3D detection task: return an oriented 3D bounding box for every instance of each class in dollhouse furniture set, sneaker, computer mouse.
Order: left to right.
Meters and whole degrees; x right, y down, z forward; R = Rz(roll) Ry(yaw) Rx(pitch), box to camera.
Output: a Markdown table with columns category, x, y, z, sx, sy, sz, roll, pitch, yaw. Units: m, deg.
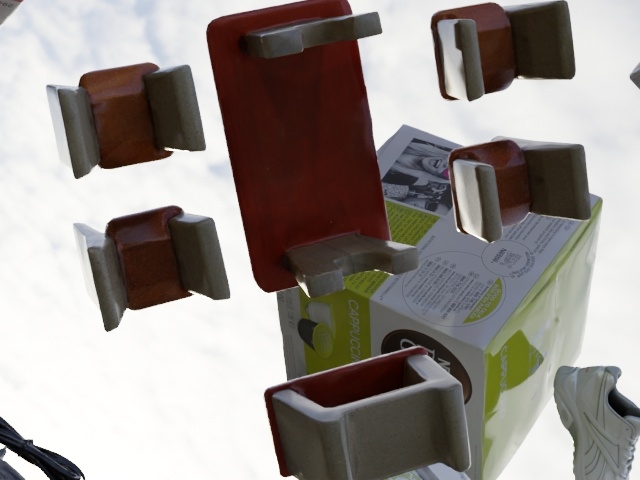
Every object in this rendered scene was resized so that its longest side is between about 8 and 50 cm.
| category | x | y | z | sx | sy | sz | roll | pitch | yaw |
| --- | --- | --- | --- | --- | --- | --- | --- | --- | --- |
| computer mouse | -0.355 | 0.299 | 1.302 | 0.184 | 0.060 | 0.262 | 35 | 11 | -14 |
| dollhouse furniture set | 0.000 | 0.000 | 0.631 | 0.135 | 0.262 | 0.259 | -155 | -126 | -69 |
| sneaker | 0.404 | 0.279 | 1.585 | 0.115 | 0.090 | 0.232 | -15 | -81 | 32 |

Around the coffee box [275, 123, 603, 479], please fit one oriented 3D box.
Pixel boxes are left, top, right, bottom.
| category | x | y | z | sx | sy | sz | roll | pitch | yaw |
| --- | --- | --- | --- | --- | --- | --- | --- | --- | --- |
| coffee box | 0.172 | 0.101 | 1.656 | 0.334 | 0.338 | 0.337 | 23 | -40 | 27 |

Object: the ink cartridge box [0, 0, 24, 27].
| category | x | y | z | sx | sy | sz | roll | pitch | yaw |
| --- | --- | --- | --- | --- | --- | --- | --- | --- | --- |
| ink cartridge box | -0.320 | -0.209 | 0.868 | 0.218 | 0.159 | 0.092 | -27 | -121 | 46 |

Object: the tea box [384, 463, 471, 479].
| category | x | y | z | sx | sy | sz | roll | pitch | yaw |
| --- | --- | --- | --- | --- | --- | --- | --- | --- | --- |
| tea box | 0.091 | 0.398 | 1.068 | 0.220 | 0.323 | 0.329 | -46 | -104 | 18 |

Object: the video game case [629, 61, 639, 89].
| category | x | y | z | sx | sy | sz | roll | pitch | yaw |
| --- | --- | --- | --- | --- | --- | --- | --- | --- | --- |
| video game case | 0.451 | -0.188 | 1.128 | 0.204 | 0.285 | 0.025 | 44 | -18 | -9 |
